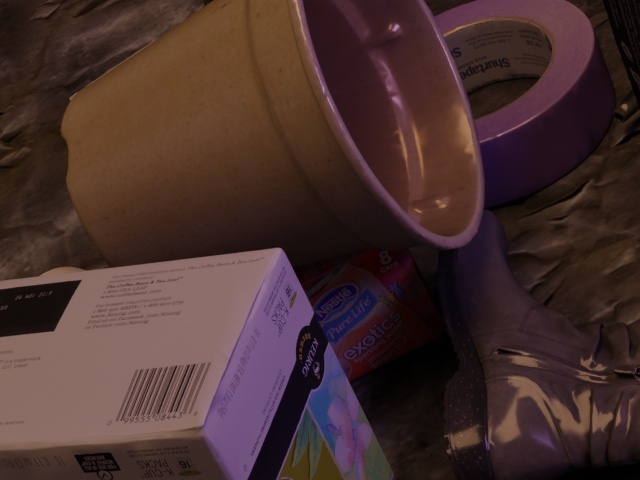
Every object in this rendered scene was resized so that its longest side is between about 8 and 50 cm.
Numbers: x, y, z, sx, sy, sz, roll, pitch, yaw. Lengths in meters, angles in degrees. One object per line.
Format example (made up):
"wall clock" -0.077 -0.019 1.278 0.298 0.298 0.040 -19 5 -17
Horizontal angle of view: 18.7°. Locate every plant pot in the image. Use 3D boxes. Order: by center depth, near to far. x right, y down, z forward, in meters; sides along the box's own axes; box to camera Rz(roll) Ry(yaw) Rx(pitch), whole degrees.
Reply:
"plant pot" -0.059 -0.099 1.815 0.305 0.334 0.334 -22 34 25

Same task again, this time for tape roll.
"tape roll" 0.181 -0.155 2.139 0.275 0.090 0.275 -18 36 13

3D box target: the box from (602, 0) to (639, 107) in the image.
"box" 0.573 -0.193 1.747 0.480 0.297 0.472 -29 37 -3

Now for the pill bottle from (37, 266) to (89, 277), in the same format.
"pill bottle" -0.180 0.120 1.961 0.283 0.160 0.160 17 54 43

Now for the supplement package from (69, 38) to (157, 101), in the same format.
"supplement package" -0.164 -0.115 2.263 0.134 0.139 0.244 -36 36 -15

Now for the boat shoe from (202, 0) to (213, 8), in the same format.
"boat shoe" -0.038 -0.297 2.410 0.305 0.091 0.109 12 51 42

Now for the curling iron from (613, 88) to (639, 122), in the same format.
"curling iron" 0.393 -0.214 2.125 0.068 0.035 0.274 5 45 42

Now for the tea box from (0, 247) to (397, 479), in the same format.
"tea box" -0.147 0.207 1.689 0.329 0.323 0.220 -7 39 26

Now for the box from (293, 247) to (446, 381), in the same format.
"box" 0.000 0.000 2.012 0.154 0.142 0.300 -26 36 1

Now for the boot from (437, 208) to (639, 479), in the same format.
"boot" 0.230 0.092 1.798 0.223 0.118 0.338 -13 49 14
